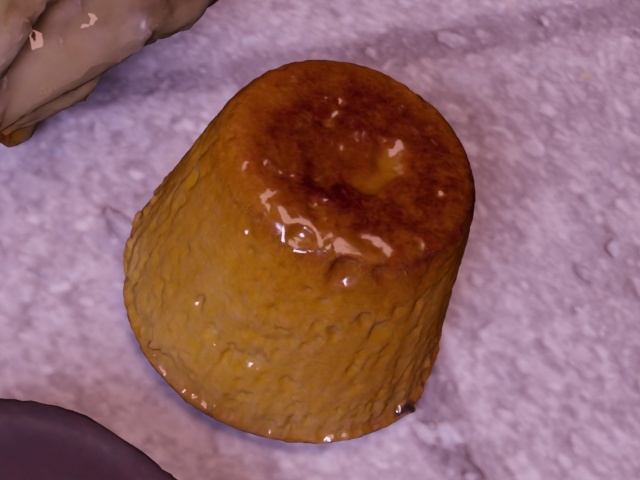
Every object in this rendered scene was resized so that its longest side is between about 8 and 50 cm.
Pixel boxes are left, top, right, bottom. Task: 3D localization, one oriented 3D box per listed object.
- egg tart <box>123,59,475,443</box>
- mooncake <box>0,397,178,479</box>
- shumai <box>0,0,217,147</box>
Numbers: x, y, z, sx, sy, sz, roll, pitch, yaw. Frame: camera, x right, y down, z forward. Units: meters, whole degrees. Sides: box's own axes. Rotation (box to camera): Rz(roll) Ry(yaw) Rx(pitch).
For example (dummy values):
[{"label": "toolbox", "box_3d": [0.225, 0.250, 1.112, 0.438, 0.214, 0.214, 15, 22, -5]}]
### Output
[{"label": "egg tart", "box_3d": [0.000, 0.000, 1.038, 0.202, 0.147, 0.203, 12, 52, -16]}, {"label": "mooncake", "box_3d": [-0.142, 0.194, 0.831, 0.244, 0.133, 0.245, 12, 50, -14]}, {"label": "shumai", "box_3d": [-0.159, -0.169, 1.021, 0.314, 0.267, 0.262, 7, 49, -10]}]
